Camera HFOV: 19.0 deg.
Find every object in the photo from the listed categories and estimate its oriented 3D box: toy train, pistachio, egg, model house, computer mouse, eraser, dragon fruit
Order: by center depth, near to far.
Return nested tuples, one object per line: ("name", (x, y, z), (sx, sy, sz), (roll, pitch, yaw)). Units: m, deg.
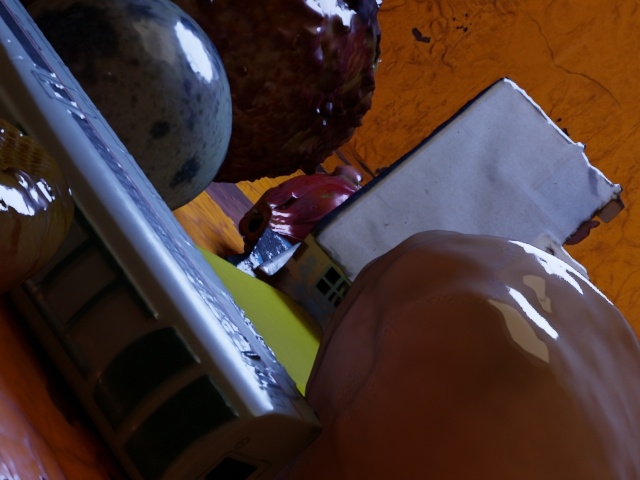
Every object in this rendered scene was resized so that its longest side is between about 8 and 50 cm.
("toy train", (-0.153, -0.035, 0.986), (0.407, 0.086, 0.088), (53, 13, 25))
("pistachio", (0.089, 0.149, 0.998), (0.193, 0.214, 0.318), (-120, -171, -71))
("eraser", (-0.034, 0.087, 1.151), (0.158, 0.069, 0.226), (50, 6, 21))
("egg", (-0.125, -0.084, 1.192), (0.141, 0.141, 0.181), (55, 4, 35))
("model house", (0.074, 0.034, 1.390), (0.178, 0.271, 0.206), (46, -37, 3))
("computer mouse", (-0.044, 0.038, 1.458), (0.079, 0.047, 0.135), (56, 18, 0))
("dragon fruit", (0.000, 0.000, 1.603), (0.136, 0.133, 0.166), (44, 12, 36))

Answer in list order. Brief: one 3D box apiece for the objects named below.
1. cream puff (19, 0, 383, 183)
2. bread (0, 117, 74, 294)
("cream puff", (-0.105, -0.173, 1.441), (0.350, 0.228, 0.350), (40, 1, -1))
("bread", (-0.168, -0.019, 0.817), (0.114, 0.077, 0.189), (31, 4, 11))
